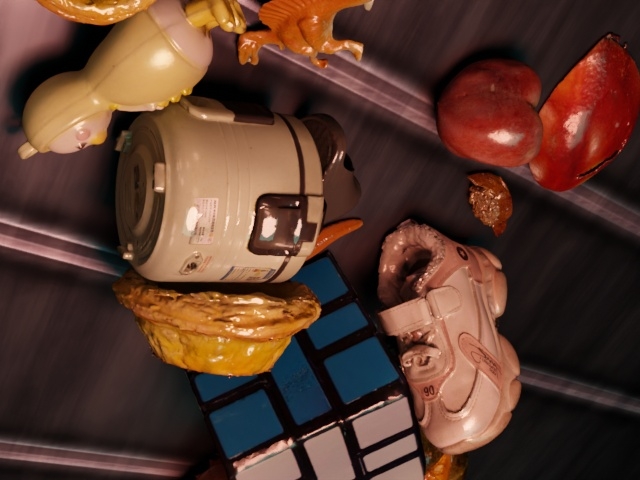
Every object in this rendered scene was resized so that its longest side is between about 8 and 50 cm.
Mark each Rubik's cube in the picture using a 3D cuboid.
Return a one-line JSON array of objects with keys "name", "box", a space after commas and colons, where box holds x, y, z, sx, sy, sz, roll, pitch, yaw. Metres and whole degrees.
[{"name": "Rubik's cube", "box": [-0.028, 0.245, 1.472, 0.283, 0.288, 0.294, -26, 142, -6]}]

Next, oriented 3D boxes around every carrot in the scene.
[{"name": "carrot", "box": [0.000, 0.000, 1.436, 0.142, 0.035, 0.035, -27, 139, -11]}]

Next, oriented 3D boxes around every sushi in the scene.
[{"name": "sushi", "box": [0.259, -0.061, 1.517, 0.055, 0.052, 0.120, -39, 143, -14]}]

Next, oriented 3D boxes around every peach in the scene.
[{"name": "peach", "box": [0.227, -0.170, 1.328, 0.152, 0.152, 0.152, -17, 137, -16]}, {"name": "peach", "box": [0.415, -0.176, 1.483, 0.189, 0.068, 0.279, -16, 137, -19]}]

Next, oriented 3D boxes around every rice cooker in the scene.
[{"name": "rice cooker", "box": [-0.113, -0.056, 1.174, 0.244, 0.226, 0.226, 6, 127, -30]}]

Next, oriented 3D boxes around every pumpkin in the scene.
[{"name": "pumpkin", "box": [0.163, 0.415, 1.847, 0.237, 0.159, 0.238, -15, 129, -20]}]

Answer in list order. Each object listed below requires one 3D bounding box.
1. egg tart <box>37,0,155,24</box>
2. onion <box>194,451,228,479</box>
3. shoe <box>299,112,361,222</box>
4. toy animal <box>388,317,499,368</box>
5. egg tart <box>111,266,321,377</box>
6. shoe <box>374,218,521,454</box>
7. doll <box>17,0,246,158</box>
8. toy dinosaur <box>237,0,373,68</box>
[{"name": "egg tart", "box": [-0.222, -0.304, 0.947, 0.191, 0.074, 0.191, -11, 114, -25]}, {"name": "onion", "box": [-0.109, 0.522, 1.668, 0.353, 0.354, 0.354, -17, 137, -16]}, {"name": "shoe", "box": [0.001, -0.072, 1.314, 0.093, 0.108, 0.241, -6, 140, -28]}, {"name": "toy animal", "box": [0.210, 0.146, 1.684, 0.232, 0.085, 0.148, -21, 156, -20]}, {"name": "egg tart", "box": [-0.134, 0.094, 1.265, 0.288, 0.288, 0.119, 0, 103, -31]}, {"name": "shoe", "box": [0.167, 0.139, 1.468, 0.198, 0.351, 0.171, 30, 134, -33]}, {"name": "doll", "box": [-0.213, -0.174, 1.069, 0.296, 0.141, 0.117, -40, 98, 15]}, {"name": "toy dinosaur", "box": [-0.014, -0.255, 1.104, 0.142, 0.057, 0.212, 8, 155, -9]}]
